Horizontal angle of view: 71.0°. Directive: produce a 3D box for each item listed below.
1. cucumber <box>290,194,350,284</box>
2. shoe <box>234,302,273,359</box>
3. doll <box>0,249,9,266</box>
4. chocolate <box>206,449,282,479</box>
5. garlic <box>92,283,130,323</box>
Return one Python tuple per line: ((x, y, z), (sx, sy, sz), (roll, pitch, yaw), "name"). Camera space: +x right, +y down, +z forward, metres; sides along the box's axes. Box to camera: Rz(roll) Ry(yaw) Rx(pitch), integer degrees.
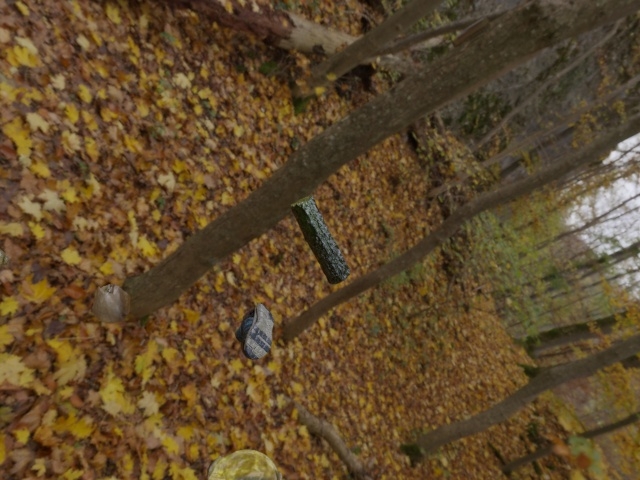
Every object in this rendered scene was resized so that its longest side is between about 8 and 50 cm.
((-0.001, 0.000, 0.918), (0.187, 0.058, 0.058), (63, 14, -4), "cucumber")
((-0.206, 0.283, 1.364), (0.092, 0.106, 0.207), (52, 17, -24), "shoe")
((-0.643, 0.014, 0.856), (0.051, 0.061, 0.093), (33, -32, 35), "doll")
((-0.184, 0.638, 1.062), (0.446, 0.161, 0.162), (100, -20, -48), "chocolate")
((-0.610, 0.189, 1.307), (0.196, 0.086, 0.102), (110, -14, -70), "garlic")
